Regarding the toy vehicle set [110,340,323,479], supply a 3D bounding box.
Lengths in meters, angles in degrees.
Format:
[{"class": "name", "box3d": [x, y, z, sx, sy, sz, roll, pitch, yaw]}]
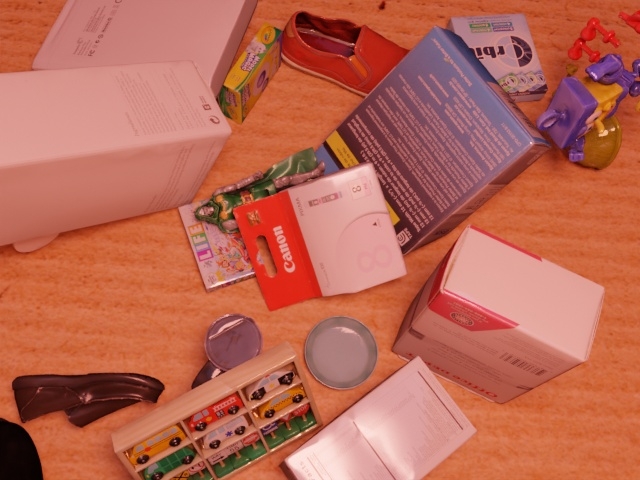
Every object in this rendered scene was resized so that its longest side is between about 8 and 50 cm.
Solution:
[{"class": "toy vehicle set", "box3d": [-0.136, 0.266, 0.932, 0.266, 0.166, 0.035, -27, 39, -11]}]

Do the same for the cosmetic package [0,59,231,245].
[{"class": "cosmetic package", "box3d": [-0.353, -0.130, 0.971, 0.385, 0.217, 0.156, -14, 68, -40]}]

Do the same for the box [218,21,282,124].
[{"class": "box", "box3d": [-0.128, -0.291, 1.188, 0.043, 0.105, 0.179, 29, 69, 6]}]

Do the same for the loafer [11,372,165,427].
[{"class": "loafer", "box3d": [-0.341, 0.236, 0.979, 0.220, 0.080, 0.078, -1, 78, -1]}]

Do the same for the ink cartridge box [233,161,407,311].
[{"class": "ink cartridge box", "box3d": [0.000, 0.000, 1.050, 0.232, 0.066, 0.189, -19, 99, -4]}]

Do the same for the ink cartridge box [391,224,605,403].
[{"class": "ink cartridge box", "box3d": [0.243, 0.121, 0.971, 0.207, 0.283, 0.117, 25, 64, 4]}]

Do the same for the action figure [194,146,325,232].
[{"class": "action figure", "box3d": [-0.096, -0.071, 1.103, 0.232, 0.063, 0.137, -18, 75, -13]}]

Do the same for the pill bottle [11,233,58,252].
[{"class": "pill bottle", "box3d": [-0.499, -0.073, 1.060, 0.108, 0.108, 0.180, -35, 76, -18]}]

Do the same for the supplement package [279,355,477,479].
[{"class": "supplement package", "box3d": [0.077, 0.302, 0.960, 0.244, 0.134, 0.139, -33, 76, -17]}]

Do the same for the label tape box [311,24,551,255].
[{"class": "label tape box", "box3d": [0.162, -0.138, 1.109, 0.115, 0.347, 0.249, -10, 61, -55]}]

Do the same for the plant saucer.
[{"class": "plant saucer", "box3d": [0.033, 0.181, 1.064, 0.119, 0.021, 0.119, 2, 69, -6]}]

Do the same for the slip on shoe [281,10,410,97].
[{"class": "slip on shoe", "box3d": [0.083, -0.343, 1.234, 0.331, 0.101, 0.123, 17, 66, -1]}]

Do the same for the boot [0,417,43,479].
[{"class": "boot", "box3d": [-0.326, 0.343, 0.830, 0.260, 0.131, 0.348, -31, 57, 11]}]

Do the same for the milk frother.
[{"class": "milk frother", "box3d": [-0.108, 0.196, 0.981, 0.143, 0.135, 0.129, 20, 69, 2]}]

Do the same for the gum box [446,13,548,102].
[{"class": "gum box", "box3d": [0.345, -0.358, 1.300, 0.157, 0.041, 0.184, -6, 69, -9]}]

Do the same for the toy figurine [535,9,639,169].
[{"class": "toy figurine", "box3d": [0.416, -0.230, 1.086, 0.217, 0.362, 0.191, -28, 68, -18]}]

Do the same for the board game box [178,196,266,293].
[{"class": "board game box", "box3d": [-0.166, 0.000, 1.110, 0.103, 0.026, 0.154, -19, 72, -13]}]

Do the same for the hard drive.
[{"class": "hard drive", "box3d": [-0.310, -0.371, 1.176, 0.353, 0.047, 0.233, 10, 66, 17]}]
